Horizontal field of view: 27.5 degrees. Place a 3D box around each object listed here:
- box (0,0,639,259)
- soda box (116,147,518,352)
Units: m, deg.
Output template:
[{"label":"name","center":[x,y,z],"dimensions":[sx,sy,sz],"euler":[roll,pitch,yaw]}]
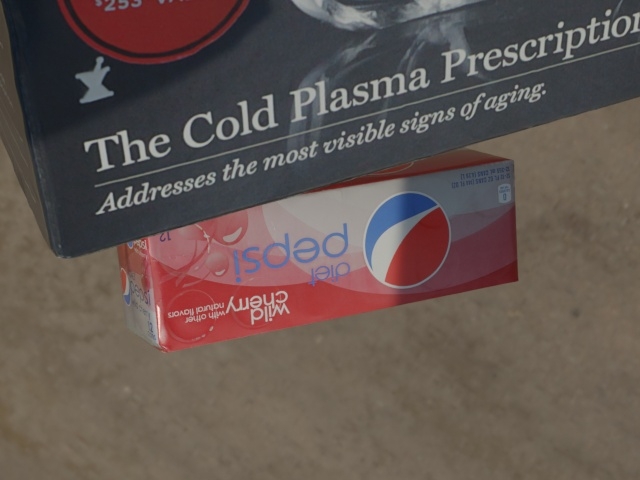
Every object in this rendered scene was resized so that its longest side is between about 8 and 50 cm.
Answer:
[{"label":"box","center":[0.022,-0.204,0.468],"dimensions":[0.179,0.343,0.313],"euler":[-126,25,-48]},{"label":"soda box","center":[0.000,0.000,0.873],"dimensions":[0.083,0.263,0.092],"euler":[-155,57,-63]}]
